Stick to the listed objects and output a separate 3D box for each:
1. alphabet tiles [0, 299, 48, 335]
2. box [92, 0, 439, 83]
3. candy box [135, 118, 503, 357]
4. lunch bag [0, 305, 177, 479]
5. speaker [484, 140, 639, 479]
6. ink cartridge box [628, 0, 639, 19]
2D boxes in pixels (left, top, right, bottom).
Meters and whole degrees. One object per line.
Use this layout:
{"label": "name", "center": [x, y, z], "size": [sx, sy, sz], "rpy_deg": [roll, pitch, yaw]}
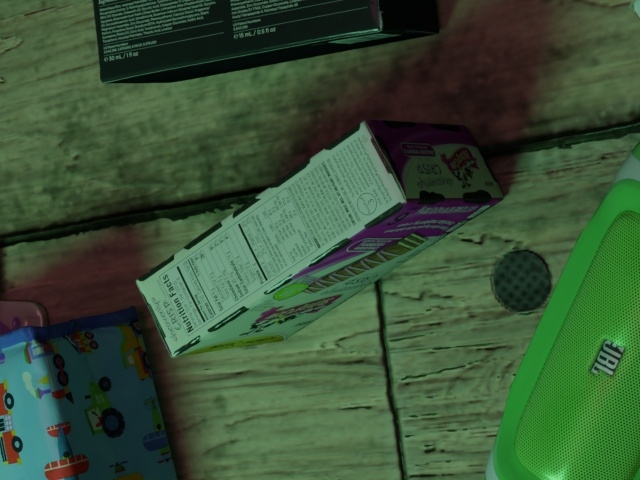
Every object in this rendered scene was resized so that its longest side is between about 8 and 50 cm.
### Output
{"label": "alphabet tiles", "center": [-0.364, 0.139, 1.542], "size": [0.278, 0.021, 0.284], "rpy_deg": [1, 94, 31]}
{"label": "box", "center": [-0.052, -0.231, 1.290], "size": [0.261, 0.103, 0.184], "rpy_deg": [-6, 93, 31]}
{"label": "candy box", "center": [0.000, 0.000, 1.239], "size": [0.233, 0.159, 0.071], "rpy_deg": [-33, 75, 28]}
{"label": "lunch bag", "center": [-0.278, 0.200, 1.438], "size": [0.293, 0.138, 0.221], "rpy_deg": [-17, 85, 36]}
{"label": "speaker", "center": [0.216, 0.075, 1.135], "size": [0.131, 0.131, 0.296], "rpy_deg": [30, 107, 26]}
{"label": "ink cartridge box", "center": [0.390, -0.085, 0.994], "size": [0.309, 0.272, 0.130], "rpy_deg": [60, 148, 15]}
